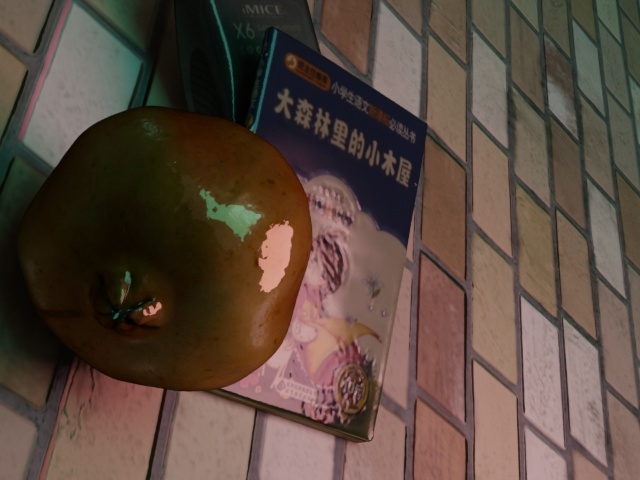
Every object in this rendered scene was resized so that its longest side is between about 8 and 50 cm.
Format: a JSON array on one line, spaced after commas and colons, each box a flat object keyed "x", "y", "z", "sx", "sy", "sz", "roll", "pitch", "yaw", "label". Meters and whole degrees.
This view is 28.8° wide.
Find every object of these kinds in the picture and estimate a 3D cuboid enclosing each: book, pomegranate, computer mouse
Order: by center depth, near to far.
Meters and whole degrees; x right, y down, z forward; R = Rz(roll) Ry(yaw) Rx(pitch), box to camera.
[{"x": -0.104, "y": 0.005, "z": 0.893, "sx": 0.209, "sy": 0.209, "sz": 0.209, "roll": 35, "pitch": 40, "yaw": -37, "label": "pomegranate"}, {"x": 0.000, "y": 0.000, "z": 1.110, "sx": 0.228, "sy": 0.018, "sz": 0.323, "roll": 26, "pitch": 69, "yaw": -44, "label": "book"}, {"x": -0.069, "y": -0.177, "z": 1.163, "sx": 0.167, "sy": 0.090, "sz": 0.380, "roll": -6, "pitch": 81, "yaw": -48, "label": "computer mouse"}]
